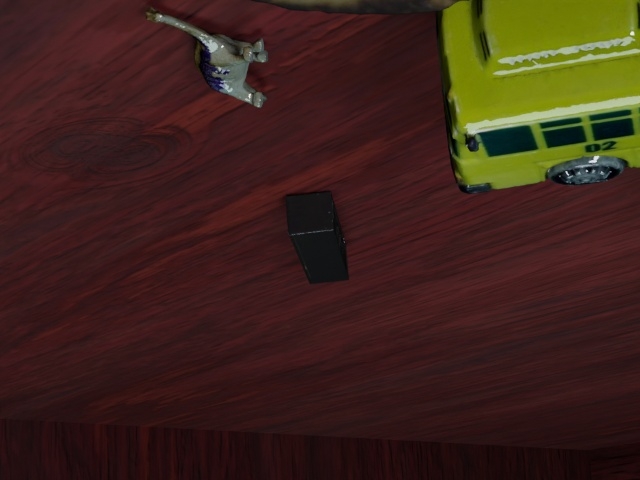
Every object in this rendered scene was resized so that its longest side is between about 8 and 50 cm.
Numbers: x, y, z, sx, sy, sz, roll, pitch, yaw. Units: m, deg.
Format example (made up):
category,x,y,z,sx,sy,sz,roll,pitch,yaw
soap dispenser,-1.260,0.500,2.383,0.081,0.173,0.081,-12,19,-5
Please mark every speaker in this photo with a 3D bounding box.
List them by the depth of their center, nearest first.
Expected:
category,x,y,z,sx,sy,sz,roll,pitch,yaw
speaker,0.000,0.000,1.312,0.046,0.040,0.191,-6,163,4

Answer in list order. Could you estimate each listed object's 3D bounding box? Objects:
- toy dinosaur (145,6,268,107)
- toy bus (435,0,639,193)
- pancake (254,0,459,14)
category,x,y,z,sx,sy,sz,roll,pitch,yaw
toy dinosaur,-0.057,-0.118,0.903,0.058,0.037,0.180,16,165,24
toy bus,0.194,-0.116,0.785,0.262,0.128,0.150,-8,163,13
pancake,0.011,-0.191,0.632,0.294,0.049,0.294,-1,161,-1
